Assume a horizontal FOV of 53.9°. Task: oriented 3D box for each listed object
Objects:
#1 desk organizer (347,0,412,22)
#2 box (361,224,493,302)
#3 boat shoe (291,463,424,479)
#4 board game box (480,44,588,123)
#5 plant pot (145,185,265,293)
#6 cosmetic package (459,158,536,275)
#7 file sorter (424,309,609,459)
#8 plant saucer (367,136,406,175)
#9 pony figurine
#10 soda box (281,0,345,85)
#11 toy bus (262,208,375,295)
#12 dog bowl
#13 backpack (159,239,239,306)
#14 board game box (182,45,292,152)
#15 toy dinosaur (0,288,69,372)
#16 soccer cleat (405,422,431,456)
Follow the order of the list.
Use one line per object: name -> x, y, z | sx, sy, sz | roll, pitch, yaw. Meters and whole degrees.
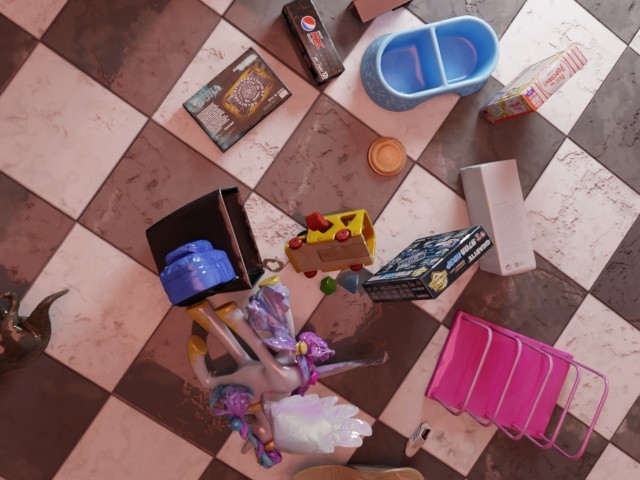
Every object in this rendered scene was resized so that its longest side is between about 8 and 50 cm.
desk organizer -> 0.127, -0.491, 1.294 | 0.130, 0.047, 0.050 | -27, 99, -7
box -> 0.203, 0.049, 1.226 | 0.175, 0.220, 0.051 | -37, 99, -25
boat shoe -> 0.073, 0.518, 1.315 | 0.285, 0.092, 0.103 | 0, 70, -12
board game box -> 0.425, -0.311, 1.277 | 0.147, 0.193, 0.045 | -43, 98, -4
plant pot -> -0.222, 0.010, 1.207 | 0.166, 0.188, 0.188 | -16, 96, 5
cosmetic package -> 0.371, -0.050, 1.322 | 0.085, 0.117, 0.231 | -12, 96, -9
file sorter -> 0.409, 0.303, 1.313 | 0.290, 0.182, 0.202 | 22, 90, -10
plant saucer -> 0.141, -0.178, 1.330 | 0.083, 0.013, 0.084 | 0, 93, -8
pony figurine -> -0.075, 0.262, 1.216 | 0.350, 0.303, 0.364 | -20, 101, 25
soda box -> -0.015, -0.403, 1.272 | 0.060, 0.053, 0.169 | -28, 98, -7
toy bus -> 0.013, 0.002, 1.272 | 0.202, 0.191, 0.104 | 24, 44, -13
dog bowl -> 0.233, -0.371, 1.304 | 0.297, 0.074, 0.166 | -15, 96, -7
backpack -> -0.217, 0.057, 1.064 | 0.098, 0.120, 0.101 | -31, 92, 17
board game box -> -0.167, -0.283, 1.268 | 0.186, 0.026, 0.126 | -41, 98, -5
toy dinosaur -> -0.599, 0.189, 1.197 | 0.313, 0.121, 0.160 | -33, 110, -10
soccer cleat -> 0.212, 0.433, 1.362 | 0.029, 0.035, 0.083 | 36, 87, -9
